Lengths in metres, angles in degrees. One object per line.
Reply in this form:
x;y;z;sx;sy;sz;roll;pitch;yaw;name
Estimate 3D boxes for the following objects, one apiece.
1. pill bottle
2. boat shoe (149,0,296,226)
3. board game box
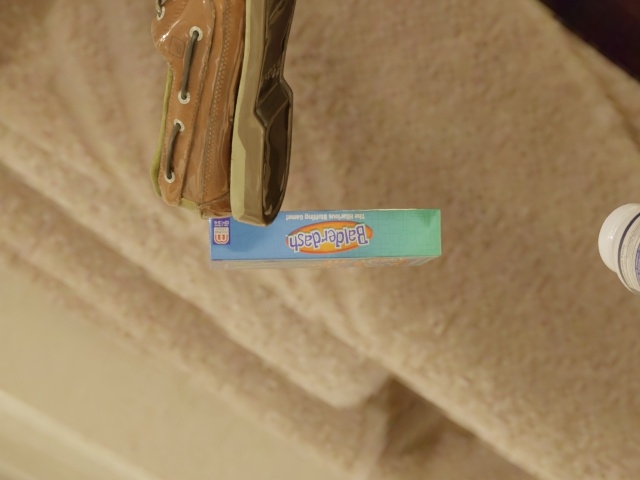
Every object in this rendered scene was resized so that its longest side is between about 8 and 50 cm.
0.386;0.017;1.987;0.112;0.112;0.186;-58;24;-1;pill bottle
-0.077;-0.159;1.350;0.111;0.104;0.307;-46;-36;-67;boat shoe
0.000;0.000;1.708;0.160;0.210;0.047;125;143;-85;board game box
